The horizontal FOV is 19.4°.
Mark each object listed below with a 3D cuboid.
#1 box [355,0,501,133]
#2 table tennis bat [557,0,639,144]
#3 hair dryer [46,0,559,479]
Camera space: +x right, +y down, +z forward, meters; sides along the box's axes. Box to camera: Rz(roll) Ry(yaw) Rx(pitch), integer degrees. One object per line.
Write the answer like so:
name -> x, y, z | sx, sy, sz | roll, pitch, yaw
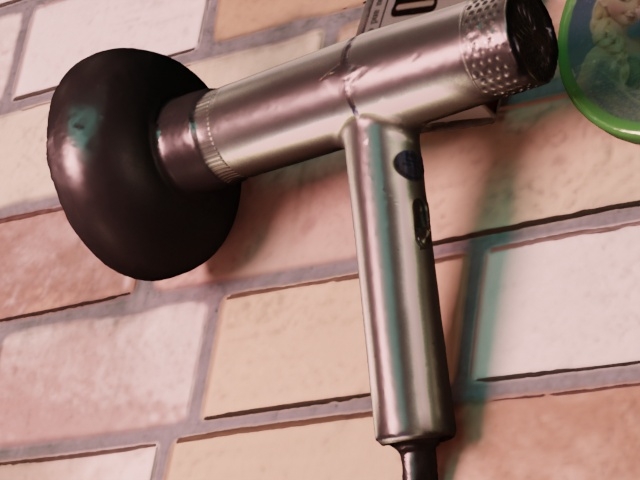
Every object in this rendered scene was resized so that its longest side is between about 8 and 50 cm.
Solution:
box -> 0.082, -0.155, 1.216 | 0.115, 0.036, 0.177 | -2, 62, 39
table tennis bat -> 0.224, -0.174, 1.116 | 0.160, 0.039, 0.257 | 0, 66, 37
hair dryer -> -0.022, -0.001, 1.113 | 0.320, 0.156, 0.284 | -6, 63, 39
